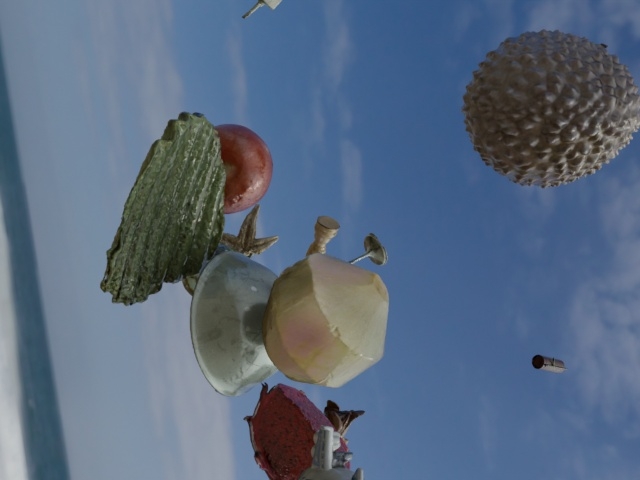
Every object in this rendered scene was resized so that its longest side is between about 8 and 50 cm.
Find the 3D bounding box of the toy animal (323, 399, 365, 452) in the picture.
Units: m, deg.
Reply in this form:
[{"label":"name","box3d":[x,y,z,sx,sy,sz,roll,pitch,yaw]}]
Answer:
[{"label":"toy animal","box3d":[0.009,0.437,2.075,0.179,0.188,0.089,44,12,-19]}]

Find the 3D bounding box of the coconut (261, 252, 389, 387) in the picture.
[{"label":"coconut","box3d":[0.019,0.148,1.679,0.259,0.259,0.259,171,-90,-72]}]

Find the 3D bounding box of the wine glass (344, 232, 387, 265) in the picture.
[{"label":"wine glass","box3d":[0.074,0.056,2.257,0.122,0.183,0.122,40,-35,36]}]

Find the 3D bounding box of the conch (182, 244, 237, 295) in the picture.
[{"label":"conch","box3d":[-0.290,0.073,2.304,0.187,0.181,0.124,69,23,-44]}]

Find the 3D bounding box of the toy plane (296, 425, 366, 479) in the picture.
[{"label":"toy plane","box3d":[0.020,0.472,1.600,0.267,0.122,0.267,-179,-90,-69]}]

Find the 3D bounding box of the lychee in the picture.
[{"label":"lychee","box3d":[0.524,-0.297,2.016,0.432,0.380,0.380,17,-63,46]}]

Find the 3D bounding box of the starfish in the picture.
[{"label":"starfish","box3d":[-0.242,0.007,2.455,0.138,0.247,0.050,54,-14,16]}]

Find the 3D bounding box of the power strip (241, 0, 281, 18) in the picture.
[{"label":"power strip","box3d":[-0.108,-0.544,1.889,0.042,0.175,0.075,37,10,-43]}]

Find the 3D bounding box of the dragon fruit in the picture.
[{"label":"dragon fruit","box3d":[-0.062,0.438,1.906,0.274,0.161,0.126,49,9,7]}]

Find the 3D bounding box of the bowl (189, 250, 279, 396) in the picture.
[{"label":"bowl","box3d":[-0.126,0.172,1.851,0.313,0.146,0.313,20,68,-60]}]

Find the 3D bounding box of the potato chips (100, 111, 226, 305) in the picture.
[{"label":"potato chips","box3d":[-0.294,-0.058,1.745,0.070,0.358,0.429,27,-67,19]}]

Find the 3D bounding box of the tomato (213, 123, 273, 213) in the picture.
[{"label":"tomato","box3d":[-0.211,-0.165,2.005,0.184,0.208,0.208,-95,178,-84]}]

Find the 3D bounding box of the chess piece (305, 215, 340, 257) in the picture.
[{"label":"chess piece","box3d":[0.000,0.000,2.310,0.122,0.066,0.066,-66,-147,29]}]

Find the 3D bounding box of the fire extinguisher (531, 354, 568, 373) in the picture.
[{"label":"fire extinguisher","box3d":[0.588,0.316,2.225,0.056,0.132,0.039,13,-94,47]}]
